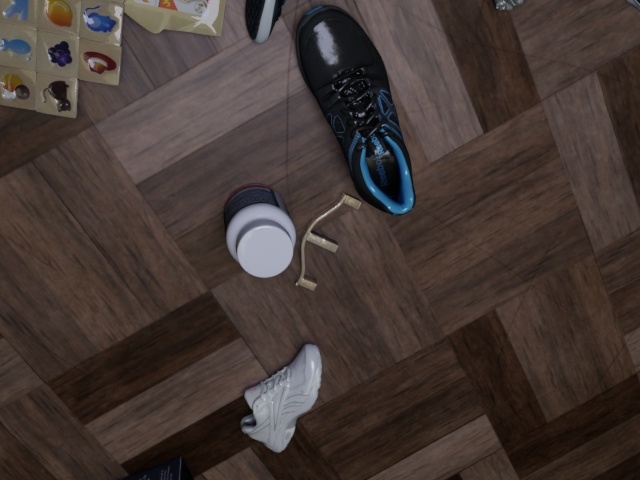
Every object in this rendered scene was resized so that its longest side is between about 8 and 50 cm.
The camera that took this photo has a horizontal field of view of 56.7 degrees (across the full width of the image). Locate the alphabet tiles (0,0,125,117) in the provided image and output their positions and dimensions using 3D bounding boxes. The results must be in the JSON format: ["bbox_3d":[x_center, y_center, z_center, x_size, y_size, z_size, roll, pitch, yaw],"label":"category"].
[{"bbox_3d":[-0.412,-0.352,0.809,0.285,0.011,0.342,8,109,-7],"label":"alphabet tiles"}]

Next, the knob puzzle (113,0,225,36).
[{"bbox_3d":[-0.226,-0.392,0.836,0.213,0.030,0.213,-3,109,-8],"label":"knob puzzle"}]

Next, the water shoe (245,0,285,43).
[{"bbox_3d":[-0.051,-0.380,0.852,0.080,0.073,0.203,-2,123,-31],"label":"water shoe"}]

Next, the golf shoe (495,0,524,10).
[{"bbox_3d":[0.262,-0.442,0.907,0.176,0.069,0.086,42,78,-25],"label":"golf shoe"}]

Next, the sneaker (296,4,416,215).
[{"bbox_3d":[0.071,-0.195,0.912,0.125,0.139,0.341,-27,112,2],"label":"sneaker"}]

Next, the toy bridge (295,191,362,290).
[{"bbox_3d":[0.000,0.000,1.033,0.063,0.026,0.188,25,104,-16],"label":"toy bridge"}]

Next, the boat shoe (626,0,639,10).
[{"bbox_3d":[0.592,-0.384,0.979,0.219,0.070,0.077,21,105,-18],"label":"boat shoe"}]

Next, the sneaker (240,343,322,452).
[{"bbox_3d":[-0.078,0.285,1.095,0.115,0.090,0.232,23,104,-15],"label":"sneaker"}]

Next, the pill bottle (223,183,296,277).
[{"bbox_3d":[-0.095,-0.015,0.925,0.108,0.180,0.108,-4,111,-10],"label":"pill bottle"}]

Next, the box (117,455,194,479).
[{"bbox_3d":[-0.350,0.619,1.118,0.294,0.183,0.296,-19,113,-2],"label":"box"}]
